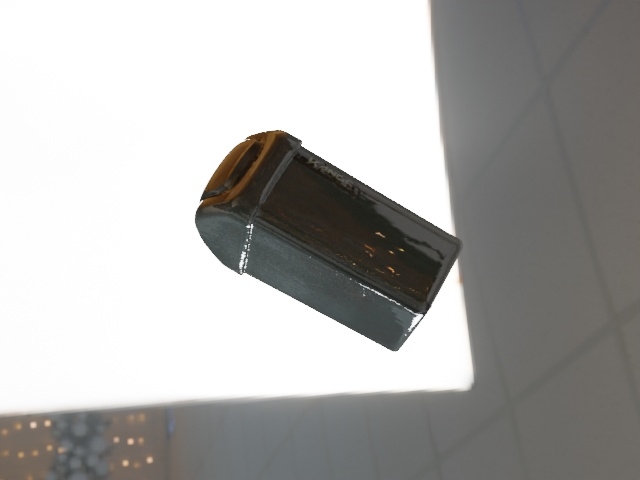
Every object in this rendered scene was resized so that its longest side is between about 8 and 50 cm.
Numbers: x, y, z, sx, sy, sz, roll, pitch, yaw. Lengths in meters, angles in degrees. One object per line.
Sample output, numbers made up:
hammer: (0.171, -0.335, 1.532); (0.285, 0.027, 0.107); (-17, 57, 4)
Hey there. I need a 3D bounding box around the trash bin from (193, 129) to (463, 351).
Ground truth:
trash bin: (0.000, 0.000, 1.012); (0.101, 0.236, 0.177); (-59, 175, -23)
